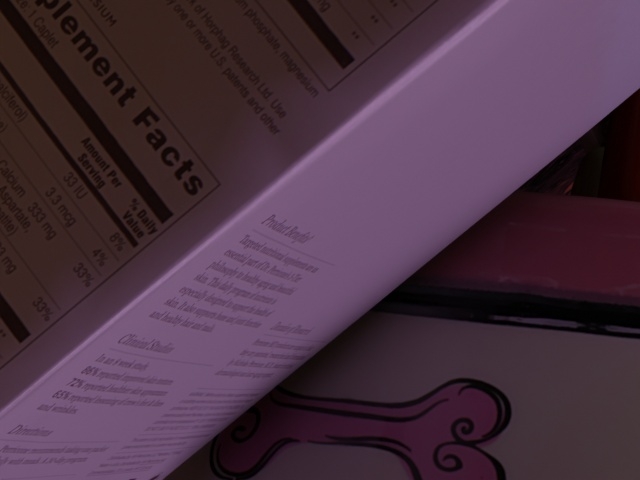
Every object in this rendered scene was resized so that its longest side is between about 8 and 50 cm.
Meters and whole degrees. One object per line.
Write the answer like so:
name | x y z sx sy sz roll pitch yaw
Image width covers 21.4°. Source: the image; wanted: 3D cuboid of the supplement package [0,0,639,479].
supplement package | -0.050 -0.071 0.518 0.263 0.198 0.199 -40 166 7

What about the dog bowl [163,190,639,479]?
dog bowl | 0.105 0.067 0.756 0.408 0.150 0.408 6 178 0

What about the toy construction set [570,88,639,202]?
toy construction set | 0.135 -0.122 0.869 0.257 0.237 0.309 9 178 -11
